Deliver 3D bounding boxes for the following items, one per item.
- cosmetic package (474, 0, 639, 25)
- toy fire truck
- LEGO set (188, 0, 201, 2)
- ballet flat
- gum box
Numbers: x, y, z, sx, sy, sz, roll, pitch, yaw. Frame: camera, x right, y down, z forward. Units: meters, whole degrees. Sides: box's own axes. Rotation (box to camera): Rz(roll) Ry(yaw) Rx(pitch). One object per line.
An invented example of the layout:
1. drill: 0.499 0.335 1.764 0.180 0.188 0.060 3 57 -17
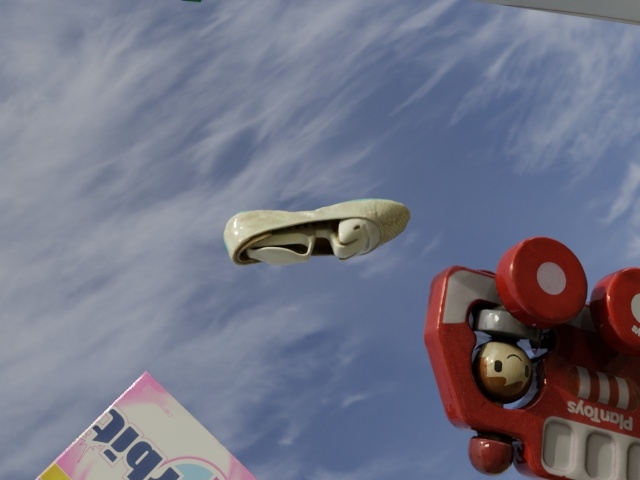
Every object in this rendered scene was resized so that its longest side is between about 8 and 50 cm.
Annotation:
1. cosmetic package: 0.382 -0.421 0.936 0.160 0.309 0.113 -67 -26 -5
2. toy fire truck: 0.263 0.152 0.751 0.302 0.169 0.254 16 -113 -12
3. LEGO set: -0.258 -0.422 0.735 0.255 0.331 0.192 45 -127 -70
4. ballet flat: 0.000 0.000 0.571 0.168 0.052 0.057 -6 -48 -4
5. gum box: -0.098 0.202 0.474 0.188 0.062 0.107 40 -110 13
